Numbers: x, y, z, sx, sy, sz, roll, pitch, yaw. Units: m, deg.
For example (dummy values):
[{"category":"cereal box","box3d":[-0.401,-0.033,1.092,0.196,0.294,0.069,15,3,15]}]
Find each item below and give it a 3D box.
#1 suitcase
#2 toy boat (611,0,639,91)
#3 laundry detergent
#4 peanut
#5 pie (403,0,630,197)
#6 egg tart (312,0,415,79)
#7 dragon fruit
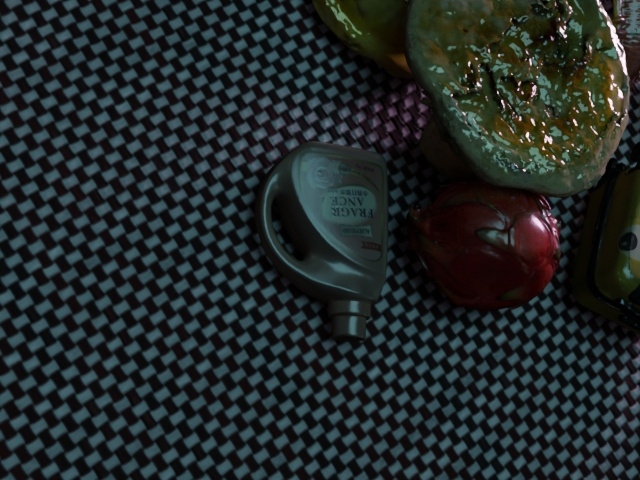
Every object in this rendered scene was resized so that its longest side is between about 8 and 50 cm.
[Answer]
[{"category":"suitcase","box3d":[0.448,0.016,1.865,0.194,0.143,0.235,27,64,-18]},{"category":"toy boat","box3d":[0.452,-0.360,2.014,0.141,0.099,0.318,23,63,-49]},{"category":"laundry detergent","box3d":[0.000,0.000,1.689,0.171,0.076,0.237,9,73,-23]},{"category":"peanut","box3d":[0.231,-0.132,1.811,0.224,0.129,0.129,-12,80,-27]},{"category":"pie","box3d":[0.250,-0.213,1.733,0.339,0.077,0.339,9,65,-19]},{"category":"egg tart","box3d":[0.114,-0.352,1.832,0.288,0.118,0.288,8,73,-28]},{"category":"dragon fruit","box3d":[0.211,0.006,1.740,0.209,0.172,0.172,0,75,-16]}]
